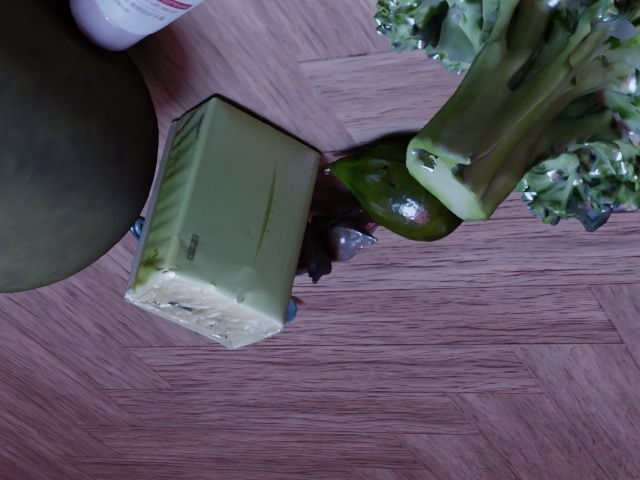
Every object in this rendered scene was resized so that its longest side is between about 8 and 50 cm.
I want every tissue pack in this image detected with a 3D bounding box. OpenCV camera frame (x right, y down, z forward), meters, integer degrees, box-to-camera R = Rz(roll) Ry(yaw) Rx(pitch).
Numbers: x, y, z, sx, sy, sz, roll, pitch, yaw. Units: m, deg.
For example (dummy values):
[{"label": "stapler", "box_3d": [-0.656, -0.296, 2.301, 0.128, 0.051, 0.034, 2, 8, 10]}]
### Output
[{"label": "tissue pack", "box_3d": [-0.106, -0.017, 1.585, 0.159, 0.234, 0.125, 27, 149, -26]}]

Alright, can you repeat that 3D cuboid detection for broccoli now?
[{"label": "broccoli", "box_3d": [0.163, -0.160, 1.164, 0.249, 0.302, 0.375, 49, 166, 41]}]

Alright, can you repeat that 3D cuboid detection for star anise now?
[{"label": "star anise", "box_3d": [0.000, 0.000, 1.687, 0.182, 0.195, 0.065, 6, 116, 61]}]

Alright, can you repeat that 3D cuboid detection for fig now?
[{"label": "fig", "box_3d": [0.079, -0.068, 1.568, 0.177, 0.117, 0.117, 27, 159, 24]}]

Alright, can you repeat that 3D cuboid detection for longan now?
[{"label": "longan", "box_3d": [-0.338, -0.114, 1.432, 0.361, 0.361, 0.361, 11, 153, 5]}]

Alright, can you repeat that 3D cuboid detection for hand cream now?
[{"label": "hand cream", "box_3d": [-0.127, -0.260, 1.315, 0.133, 0.083, 0.248, 19, 148, -37]}]

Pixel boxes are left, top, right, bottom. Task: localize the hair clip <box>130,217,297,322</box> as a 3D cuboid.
[{"label": "hair clip", "box_3d": [-0.160, 0.048, 1.943, 0.275, 0.048, 0.083, 31, 152, -29]}]
